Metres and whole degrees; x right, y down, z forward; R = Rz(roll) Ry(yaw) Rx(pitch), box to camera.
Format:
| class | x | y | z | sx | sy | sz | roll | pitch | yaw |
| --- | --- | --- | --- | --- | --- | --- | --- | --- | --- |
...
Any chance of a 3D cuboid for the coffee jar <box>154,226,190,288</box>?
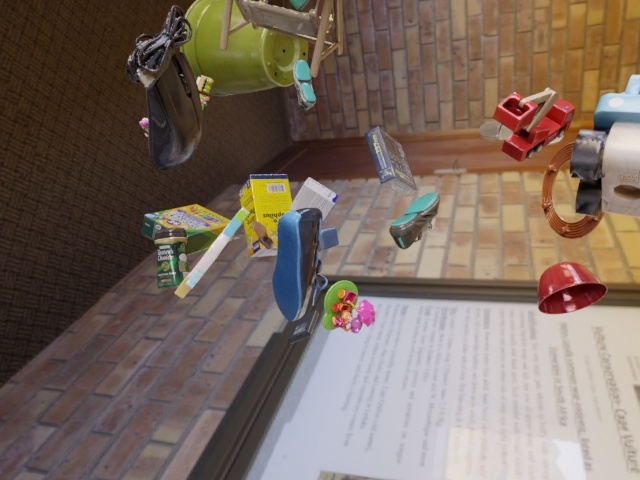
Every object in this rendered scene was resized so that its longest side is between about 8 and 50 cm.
| class | x | y | z | sx | sy | sz | roll | pitch | yaw |
| --- | --- | --- | --- | --- | --- | --- | --- | --- | --- |
| coffee jar | -0.450 | 0.053 | 1.527 | 0.079 | 0.096 | 0.184 | 8 | 74 | -65 |

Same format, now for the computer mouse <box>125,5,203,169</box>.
| class | x | y | z | sx | sy | sz | roll | pitch | yaw |
| --- | --- | --- | --- | --- | --- | --- | --- | --- | --- |
| computer mouse | -0.240 | -0.223 | 0.841 | 0.272 | 0.072 | 0.188 | 104 | 0 | -50 |

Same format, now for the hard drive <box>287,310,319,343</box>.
| class | x | y | z | sx | sy | sz | roll | pitch | yaw |
| --- | --- | --- | --- | --- | --- | --- | --- | --- | --- |
| hard drive | -0.062 | 0.317 | 1.858 | 0.022 | 0.094 | 0.135 | 55 | 26 | -17 |

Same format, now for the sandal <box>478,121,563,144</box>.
| class | x | y | z | sx | sy | sz | roll | pitch | yaw |
| --- | --- | --- | --- | --- | --- | --- | --- | --- | --- |
| sandal | 0.605 | -0.306 | 1.523 | 0.088 | 0.240 | 0.079 | -64 | 148 | -22 |

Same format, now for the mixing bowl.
| class | x | y | z | sx | sy | sz | roll | pitch | yaw |
| --- | --- | --- | --- | --- | --- | --- | --- | --- | --- |
| mixing bowl | 0.683 | 0.122 | 1.401 | 0.181 | 0.182 | 0.098 | 61 | 17 | -55 |

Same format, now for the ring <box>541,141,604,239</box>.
| class | x | y | z | sx | sy | sz | roll | pitch | yaw |
| --- | --- | --- | --- | --- | --- | --- | --- | --- | --- |
| ring | 0.861 | -0.171 | 1.733 | 0.336 | 0.032 | 0.336 | 180 | -90 | -78 |

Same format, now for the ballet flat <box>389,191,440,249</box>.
| class | x | y | z | sx | sy | sz | roll | pitch | yaw |
| --- | --- | --- | --- | --- | --- | --- | --- | --- | --- |
| ballet flat | 0.288 | -0.054 | 1.509 | 0.280 | 0.095 | 0.096 | -36 | 112 | -45 |

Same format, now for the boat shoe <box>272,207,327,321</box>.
| class | x | y | z | sx | sy | sz | roll | pitch | yaw |
| --- | --- | --- | --- | --- | --- | --- | --- | --- | --- |
| boat shoe | -0.029 | 0.055 | 0.977 | 0.089 | 0.109 | 0.258 | -24 | 142 | -35 |

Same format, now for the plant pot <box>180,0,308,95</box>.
| class | x | y | z | sx | sy | sz | roll | pitch | yaw |
| --- | --- | --- | --- | --- | --- | --- | --- | --- | --- |
| plant pot | -0.246 | -0.692 | 1.813 | 0.367 | 0.353 | 0.366 | -26 | 125 | -45 |

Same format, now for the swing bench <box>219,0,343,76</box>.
| class | x | y | z | sx | sy | sz | roll | pitch | yaw |
| --- | --- | --- | --- | --- | --- | --- | --- | --- | --- |
| swing bench | -0.080 | -0.537 | 1.110 | 0.254 | 0.254 | 0.165 | 97 | 20 | -46 |

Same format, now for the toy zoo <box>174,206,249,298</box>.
| class | x | y | z | sx | sy | sz | roll | pitch | yaw |
| --- | --- | --- | --- | --- | --- | --- | --- | --- | --- |
| toy zoo | -0.301 | 0.040 | 1.375 | 0.030 | 0.192 | 0.293 | 39 | 32 | -10 |

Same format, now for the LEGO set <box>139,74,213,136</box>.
| class | x | y | z | sx | sy | sz | roll | pitch | yaw |
| --- | --- | --- | --- | --- | --- | --- | --- | --- | --- |
| LEGO set | -0.446 | -0.410 | 1.656 | 0.132 | 0.287 | 0.107 | 53 | 6 | -32 |

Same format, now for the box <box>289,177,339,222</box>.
| class | x | y | z | sx | sy | sz | roll | pitch | yaw |
| --- | --- | --- | --- | --- | --- | --- | --- | --- | --- |
| box | -0.024 | -0.143 | 1.881 | 0.126 | 0.137 | 0.072 | -56 | -176 | 32 |

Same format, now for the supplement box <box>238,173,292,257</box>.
| class | x | y | z | sx | sy | sz | roll | pitch | yaw |
| --- | --- | --- | --- | --- | --- | --- | --- | --- | --- |
| supplement box | -0.249 | -0.115 | 2.389 | 0.194 | 0.196 | 0.356 | -32 | -115 | 61 |

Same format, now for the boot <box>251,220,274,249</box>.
| class | x | y | z | sx | sy | sz | roll | pitch | yaw |
| --- | --- | --- | --- | --- | --- | --- | --- | --- | --- |
| boot | -0.211 | -0.015 | 1.813 | 0.118 | 0.042 | 0.087 | 52 | -19 | -2 |

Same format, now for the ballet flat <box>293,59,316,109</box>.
| class | x | y | z | sx | sy | sz | roll | pitch | yaw |
| --- | --- | --- | --- | --- | --- | --- | --- | --- | --- |
| ballet flat | -0.062 | -0.522 | 1.704 | 0.070 | 0.070 | 0.188 | 49 | 29 | -62 |

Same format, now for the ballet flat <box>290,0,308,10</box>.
| class | x | y | z | sx | sy | sz | roll | pitch | yaw |
| --- | --- | --- | --- | --- | --- | --- | --- | --- | --- |
| ballet flat | -0.021 | -0.846 | 1.603 | 0.087 | 0.247 | 0.083 | 33 | 43 | -29 |

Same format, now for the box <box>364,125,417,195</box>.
| class | x | y | z | sx | sy | sz | roll | pitch | yaw |
| --- | --- | --- | --- | --- | --- | --- | --- | --- | --- |
| box | 0.238 | -0.260 | 1.683 | 0.233 | 0.059 | 0.183 | 10 | 60 | -61 |

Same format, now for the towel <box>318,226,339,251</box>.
| class | x | y | z | sx | sy | sz | roll | pitch | yaw |
| --- | --- | --- | --- | --- | --- | --- | --- | --- | --- |
| towel | 0.000 | 0.000 | 1.602 | 0.120 | 0.029 | 0.067 | -17 | 108 | -29 |

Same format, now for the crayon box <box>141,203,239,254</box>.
| class | x | y | z | sx | sy | sz | roll | pitch | yaw |
| --- | --- | --- | --- | --- | --- | --- | --- | --- | --- |
| crayon box | -0.467 | -0.050 | 1.874 | 0.323 | 0.203 | 0.083 | -23 | 133 | -61 |

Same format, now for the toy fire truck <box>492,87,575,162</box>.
| class | x | y | z | sx | sy | sz | roll | pitch | yaw |
| --- | --- | --- | --- | --- | --- | --- | --- | --- | --- |
| toy fire truck | 0.364 | -0.206 | 0.847 | 0.192 | 0.047 | 0.135 | -32 | 148 | -20 |

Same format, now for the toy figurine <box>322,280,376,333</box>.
| class | x | y | z | sx | sy | sz | roll | pitch | yaw |
| --- | --- | --- | --- | --- | --- | --- | --- | --- | --- |
| toy figurine | 0.096 | 0.228 | 1.548 | 0.130 | 0.159 | 0.173 | 25 | 91 | -35 |

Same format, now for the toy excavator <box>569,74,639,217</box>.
| class | x | y | z | sx | sy | sz | roll | pitch | yaw |
| --- | --- | --- | --- | --- | --- | --- | --- | --- | --- |
| toy excavator | 0.713 | -0.310 | 1.082 | 0.444 | 0.223 | 0.433 | -62 | 142 | -19 |
